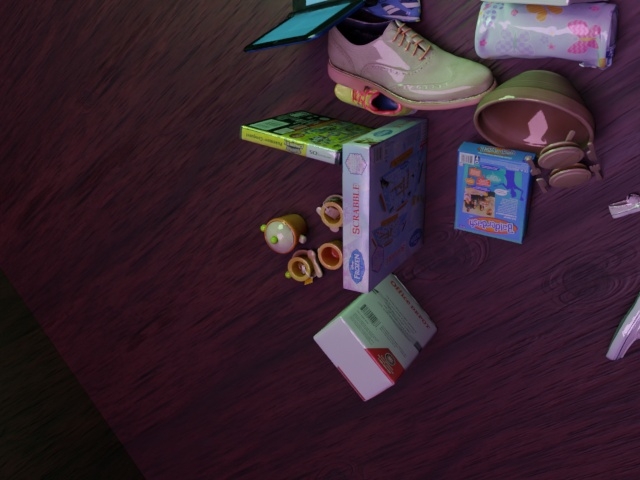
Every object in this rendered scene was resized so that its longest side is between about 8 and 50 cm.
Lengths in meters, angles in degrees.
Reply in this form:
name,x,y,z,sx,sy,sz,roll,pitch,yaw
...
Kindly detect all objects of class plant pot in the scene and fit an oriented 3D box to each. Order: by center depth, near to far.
name,x,y,z,sx,sy,sz,roll,pitch,yaw
plant pot,0.438,-0.266,1.436,0.237,0.237,0.109,11,74,26

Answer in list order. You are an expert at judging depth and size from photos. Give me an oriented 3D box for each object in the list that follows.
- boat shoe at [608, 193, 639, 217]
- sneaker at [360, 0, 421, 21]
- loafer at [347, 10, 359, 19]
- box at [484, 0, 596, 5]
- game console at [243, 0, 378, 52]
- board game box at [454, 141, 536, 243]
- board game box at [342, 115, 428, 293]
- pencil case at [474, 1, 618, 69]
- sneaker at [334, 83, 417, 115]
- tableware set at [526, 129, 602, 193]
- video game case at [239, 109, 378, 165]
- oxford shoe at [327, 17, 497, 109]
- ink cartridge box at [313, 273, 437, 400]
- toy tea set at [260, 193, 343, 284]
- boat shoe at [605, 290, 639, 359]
name,x,y,z,sx,sy,sz,roll,pitch,yaw
boat shoe,0.645,-0.078,1.470,0.100,0.035,0.035,-23,99,41
sneaker,0.150,-0.511,1.550,0.144,0.053,0.059,6,107,-8
loafer,0.100,-0.557,1.565,0.078,0.076,0.223,47,121,17
box,0.423,-0.504,1.319,0.182,0.181,0.119,19,120,39
game console,-0.032,-0.535,1.513,0.293,0.173,0.250,12,106,53
board game box,0.381,-0.105,1.571,0.160,0.047,0.210,15,130,24
board game box,0.147,-0.089,1.577,0.066,0.319,0.318,10,113,28
pencil case,0.445,-0.409,1.407,0.273,0.113,0.124,12,149,25
sneaker,0.118,-0.332,1.633,0.208,0.094,0.081,15,117,25
tableware set,0.495,-0.158,1.450,0.128,0.194,0.039,-13,67,23
video game case,-0.007,-0.240,1.629,0.248,0.275,0.035,18,114,23
oxford shoe,0.182,-0.385,1.523,0.397,0.140,0.146,16,142,23
ink cartridge box,0.141,0.226,1.732,0.197,0.273,0.114,51,128,3
toy tea set,0.000,0.000,1.810,0.336,0.124,0.200,-22,97,34
boat shoe,0.687,0.173,1.513,0.076,0.083,0.226,28,120,19
